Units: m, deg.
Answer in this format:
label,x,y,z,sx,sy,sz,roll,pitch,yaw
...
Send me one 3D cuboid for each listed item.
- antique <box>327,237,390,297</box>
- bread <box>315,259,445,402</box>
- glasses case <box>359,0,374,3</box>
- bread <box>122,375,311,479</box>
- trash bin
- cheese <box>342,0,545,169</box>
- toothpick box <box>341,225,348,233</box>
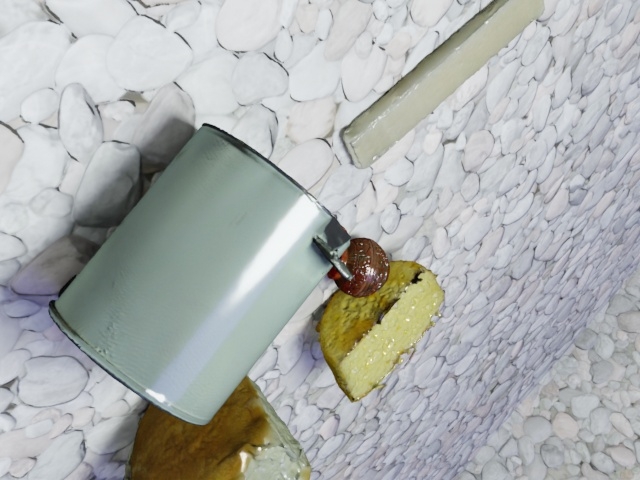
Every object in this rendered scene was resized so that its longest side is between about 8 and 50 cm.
label,x,y,z,sx,sy,sz,roll,pitch,yaw
antique,0.065,0.044,1.136,0.104,0.104,0.104,-29,142,-26
bread,0.089,0.142,1.228,0.260,0.147,0.160,-48,138,-12
glasses case,0.026,-0.322,0.780,0.164,0.041,0.063,14,111,-52
bread,-0.167,0.330,1.045,0.279,0.250,0.225,-40,139,-2
trash bin,-0.129,0.037,0.779,0.262,0.277,0.217,-53,148,-7
cheese,0.190,-0.255,1.037,0.400,0.034,0.085,-42,146,-10
toothpick box,0.000,0.000,1.065,0.083,0.047,0.047,-5,127,-46
